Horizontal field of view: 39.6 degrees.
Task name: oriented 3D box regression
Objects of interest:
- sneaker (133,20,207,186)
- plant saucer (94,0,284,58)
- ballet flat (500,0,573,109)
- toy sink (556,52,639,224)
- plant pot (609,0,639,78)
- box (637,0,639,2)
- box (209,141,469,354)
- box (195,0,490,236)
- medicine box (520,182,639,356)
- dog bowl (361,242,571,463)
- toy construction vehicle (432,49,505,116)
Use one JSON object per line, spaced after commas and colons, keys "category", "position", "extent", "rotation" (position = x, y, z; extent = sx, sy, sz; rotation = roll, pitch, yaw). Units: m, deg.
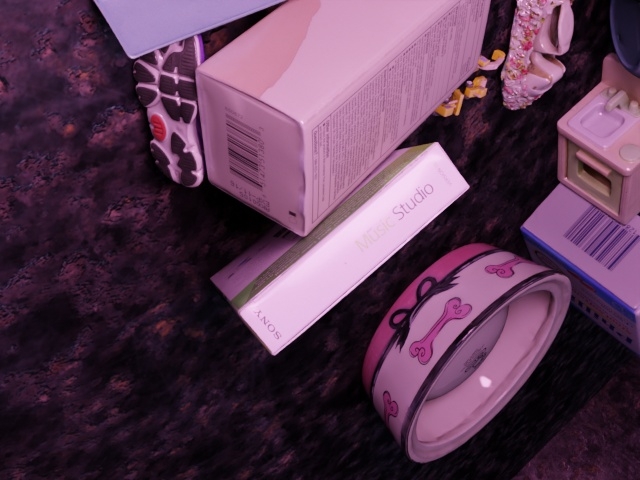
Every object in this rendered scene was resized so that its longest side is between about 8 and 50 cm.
{"category": "sneaker", "position": [-0.125, -0.132, 0.824], "extent": [0.170, 0.068, 0.071], "rotation": [95, 22, -45]}
{"category": "plant saucer", "position": [-0.098, -0.210, 0.760], "extent": [0.192, 0.067, 0.018], "rotation": [-29, 175, -30]}
{"category": "ballet flat", "position": [0.293, -0.254, 1.188], "extent": [0.091, 0.077, 0.241], "rotation": [-36, 147, -22]}
{"category": "toy sink", "position": [0.485, -0.161, 1.461], "extent": [0.131, 0.153, 0.234], "rotation": [-41, 149, -13]}
{"category": "plant pot", "position": [0.531, -0.325, 1.267], "extent": [0.195, 0.290, 0.290], "rotation": [-11, 143, 0]}
{"category": "box", "position": [0.391, -0.367, 1.120], "extent": [0.180, 0.147, 0.077], "rotation": [11, 115, -55]}
{"category": "box", "position": [0.000, 0.000, 0.916], "extent": [0.232, 0.058, 0.322], "rotation": [-40, -172, -7]}
{"category": "box", "position": [0.033, -0.165, 0.851], "extent": [0.311, 0.121, 0.148], "rotation": [-44, 152, -33]}
{"category": "medicine box", "position": [0.534, 0.051, 1.646], "extent": [0.149, 0.263, 0.289], "rotation": [-46, 149, -3]}
{"category": "dog bowl", "position": [0.241, 0.180, 1.529], "extent": [0.408, 0.150, 0.408], "rotation": [-33, 145, -27]}
{"category": "toy construction vehicle", "position": [0.195, -0.204, 1.159], "extent": [0.098, 0.035, 0.086], "rotation": [-22, 140, -37]}
